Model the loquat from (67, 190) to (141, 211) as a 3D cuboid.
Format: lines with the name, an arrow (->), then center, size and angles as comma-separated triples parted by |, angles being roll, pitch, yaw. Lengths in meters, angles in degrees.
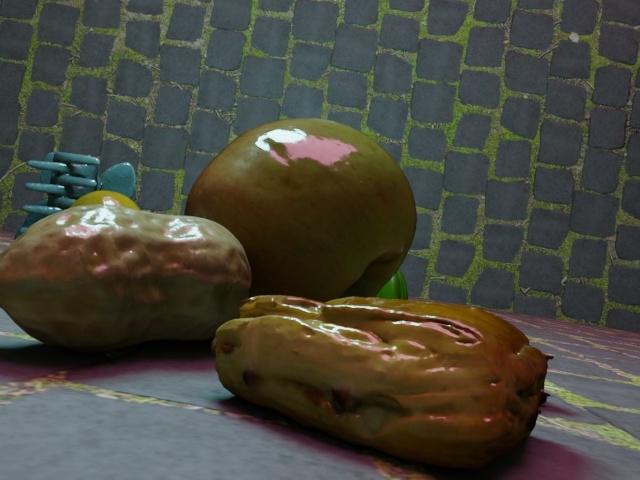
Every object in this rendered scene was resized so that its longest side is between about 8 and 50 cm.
loquat -> -0.511, -0.015, 1.310 | 0.208, 0.208, 0.208 | 9, -2, 0

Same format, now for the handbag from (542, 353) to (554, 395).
handbag -> 0.165, 0.141, 0.659 | 0.127, 0.063, 0.190 | 10, -6, -19

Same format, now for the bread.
bread -> 0.057, 0.094, 0.449 | 0.235, 0.099, 0.210 | 7, -3, 33

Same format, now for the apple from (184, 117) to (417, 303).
apple -> -0.022, -0.013, 0.849 | 0.305, 0.338, 0.338 | 29, 5, 20

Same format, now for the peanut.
peanut -> -0.176, 0.039, 0.566 | 0.152, 0.152, 0.313 | 8, -3, 31

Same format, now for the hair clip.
hair clip -> -0.692, -0.089, 1.544 | 0.392, 0.318, 0.238 | 9, 2, -5

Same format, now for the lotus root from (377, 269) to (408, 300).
lotus root -> 0.173, 0.121, 1.569 | 0.186, 0.186, 0.186 | 9, -2, 0
